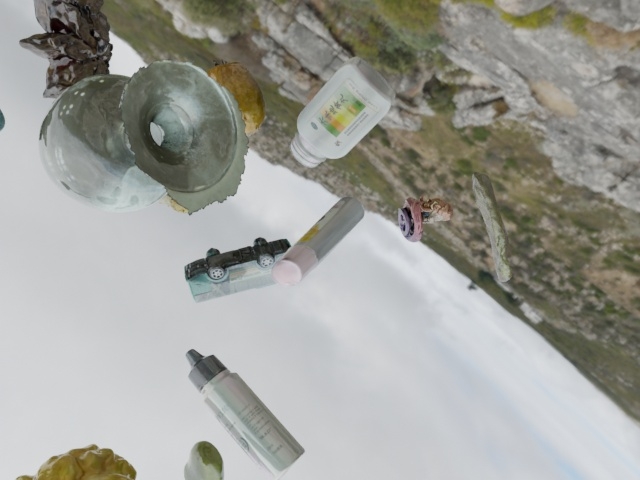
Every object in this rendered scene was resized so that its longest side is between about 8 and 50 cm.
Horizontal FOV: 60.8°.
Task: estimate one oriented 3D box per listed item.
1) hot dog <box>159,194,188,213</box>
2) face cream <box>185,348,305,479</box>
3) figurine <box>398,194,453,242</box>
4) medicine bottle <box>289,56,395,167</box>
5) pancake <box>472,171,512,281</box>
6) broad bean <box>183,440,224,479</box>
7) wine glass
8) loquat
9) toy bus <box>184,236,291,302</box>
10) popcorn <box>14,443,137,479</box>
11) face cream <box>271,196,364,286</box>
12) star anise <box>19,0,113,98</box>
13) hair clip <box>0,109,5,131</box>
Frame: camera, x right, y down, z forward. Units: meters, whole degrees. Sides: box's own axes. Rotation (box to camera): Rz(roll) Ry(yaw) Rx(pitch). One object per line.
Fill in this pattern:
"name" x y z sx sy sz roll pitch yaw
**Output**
"hot dog" -0.327 -0.110 1.215 0.169 0.078 0.061 20 176 42
"face cream" -0.165 0.333 1.088 0.311 0.092 0.092 45 -170 15
"figurine" 0.284 -0.077 1.501 0.114 0.157 0.126 54 173 15
"medicine bottle" 0.047 -0.348 1.551 0.179 0.324 0.124 40 -143 -13
"pancake" 0.359 -0.030 1.125 0.222 0.042 0.236 -66 -42 -66
"broad bean" -0.306 0.604 1.431 0.082 0.174 0.124 -29 -113 -38
"wine glass" -0.300 -0.154 0.869 0.323 0.237 0.238 2 157 45
"loquat" -0.251 -0.410 1.567 0.234 0.176 0.187 62 158 -14
"toy bus" -0.194 0.068 1.323 0.091 0.262 0.109 -119 18 -59
"popcorn" -0.431 0.572 1.007 0.382 0.348 0.349 6 173 26
"face cream" 0.000 0.000 1.234 0.073 0.107 0.269 48 -128 -5
"star anise" -0.452 -0.365 1.032 0.109 0.235 0.223 5 -139 10
"hair clip" -0.971 -0.389 1.225 0.239 0.318 0.391 22 136 46
